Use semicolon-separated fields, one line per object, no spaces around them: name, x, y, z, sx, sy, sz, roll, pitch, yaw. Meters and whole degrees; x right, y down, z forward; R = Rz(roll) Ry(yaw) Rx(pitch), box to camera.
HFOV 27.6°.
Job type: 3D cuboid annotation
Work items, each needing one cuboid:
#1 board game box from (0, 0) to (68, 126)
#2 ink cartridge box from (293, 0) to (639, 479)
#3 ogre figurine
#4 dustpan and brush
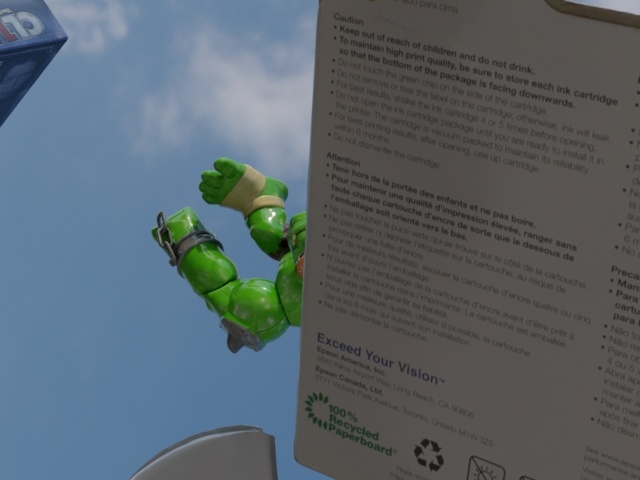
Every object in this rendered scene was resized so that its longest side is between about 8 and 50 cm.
board game box;-0.300;-0.082;0.856;0.165;0.243;0.042;-42;-101;37
ink cartridge box;0.139;0.006;0.583;0.324;0.071;0.330;19;-64;32
ogre figurine;0.000;0.000;0.814;0.097;0.197;0.118;99;-21;-51
dustpan and brush;-0.117;0.198;0.831;0.211;0.060;0.147;-7;-97;12
